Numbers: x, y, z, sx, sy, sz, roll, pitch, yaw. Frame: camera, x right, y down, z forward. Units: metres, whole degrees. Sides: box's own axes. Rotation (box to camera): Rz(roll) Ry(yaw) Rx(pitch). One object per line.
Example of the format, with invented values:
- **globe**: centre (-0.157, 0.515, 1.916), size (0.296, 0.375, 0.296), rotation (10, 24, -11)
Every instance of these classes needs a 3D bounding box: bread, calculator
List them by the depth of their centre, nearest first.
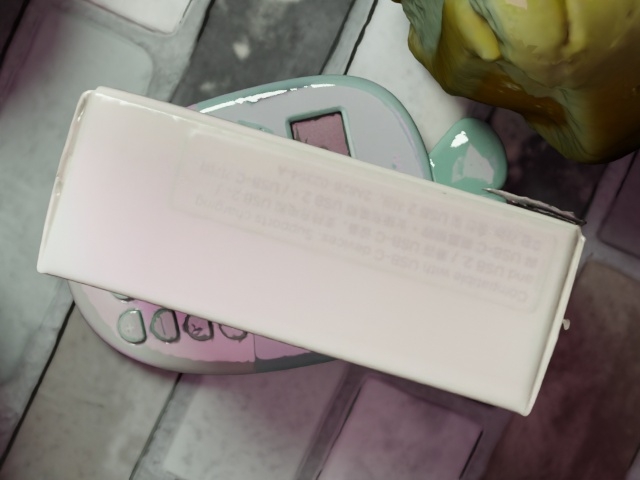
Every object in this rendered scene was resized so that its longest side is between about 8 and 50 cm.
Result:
- **bread**: centre (0.203, -0.190, 0.636), size (0.341, 0.300, 0.210), rotation (-37, 92, -3)
- **calculator**: centre (-0.022, -0.010, 0.765), size (0.298, 0.041, 0.186), rotation (-14, 91, 3)

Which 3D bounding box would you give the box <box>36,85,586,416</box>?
- **box**: centre (0.000, 0.000, 0.641), size (0.251, 0.203, 0.106), rotation (17, 93, 1)
